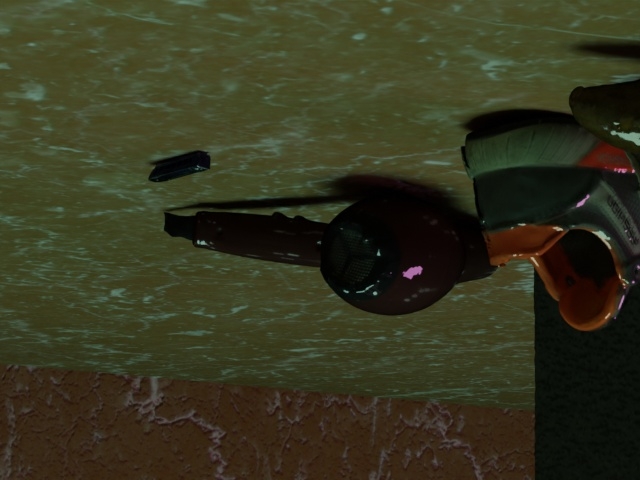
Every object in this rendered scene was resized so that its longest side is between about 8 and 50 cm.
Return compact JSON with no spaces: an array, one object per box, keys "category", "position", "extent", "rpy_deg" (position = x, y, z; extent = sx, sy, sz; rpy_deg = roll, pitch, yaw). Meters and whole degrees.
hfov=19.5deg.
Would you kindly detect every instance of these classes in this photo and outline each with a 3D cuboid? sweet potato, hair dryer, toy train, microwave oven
[{"category":"sweet potato","position":[0.324,-0.088,1.414],"extent":[0.292,0.097,0.097],"rpy_deg":[16,165,-21]},{"category":"hair dryer","position":[0.000,0.000,1.992],"extent":[0.340,0.123,0.312],"rpy_deg":[8,-176,24]},{"category":"toy train","position":[-0.135,-0.069,1.766],"extent":[0.017,0.017,0.083],"rpy_deg":[13,164,-39]},{"category":"microwave oven","position":[0.431,0.203,2.047],"extent":[0.374,0.432,0.236],"rpy_deg":[-10,165,43]}]

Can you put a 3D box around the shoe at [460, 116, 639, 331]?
[{"category":"shoe","position":[0.265,-0.001,1.668],"extent":[0.336,0.171,0.132],"rpy_deg":[11,165,-40]}]

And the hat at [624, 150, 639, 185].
[{"category":"hat","position":[0.347,-0.027,1.517],"extent":[0.226,0.219,0.164],"rpy_deg":[-10,158,-11]}]
